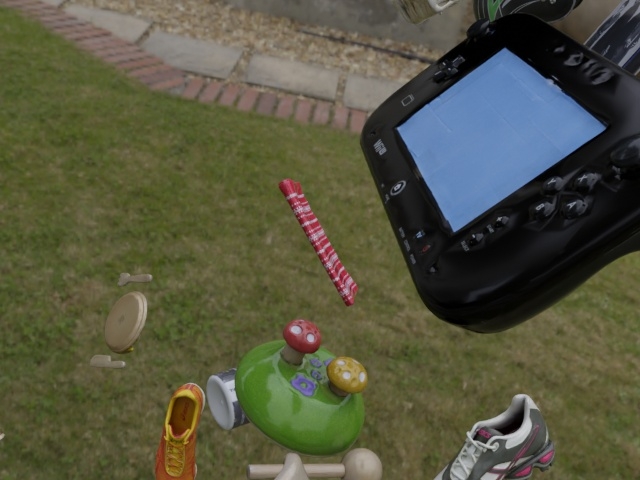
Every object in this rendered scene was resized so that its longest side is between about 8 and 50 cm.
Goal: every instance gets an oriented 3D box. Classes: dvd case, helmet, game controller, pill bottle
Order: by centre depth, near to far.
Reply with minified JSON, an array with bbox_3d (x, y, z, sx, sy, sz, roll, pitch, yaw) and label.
[{"bbox_3d":[0.113,-0.064,0.486,0.167,0.067,0.319,-28,27,9],"label":"game controller"},{"bbox_3d":[0.457,-0.322,1.005,0.030,0.238,0.179,36,20,-12],"label":"dvd case"},{"bbox_3d":[0.312,-0.379,1.141,0.169,0.162,0.169,30,48,-41],"label":"helmet"},{"bbox_3d":[-0.128,0.339,1.714,0.246,0.130,0.130,-14,41,-33],"label":"pill bottle"}]

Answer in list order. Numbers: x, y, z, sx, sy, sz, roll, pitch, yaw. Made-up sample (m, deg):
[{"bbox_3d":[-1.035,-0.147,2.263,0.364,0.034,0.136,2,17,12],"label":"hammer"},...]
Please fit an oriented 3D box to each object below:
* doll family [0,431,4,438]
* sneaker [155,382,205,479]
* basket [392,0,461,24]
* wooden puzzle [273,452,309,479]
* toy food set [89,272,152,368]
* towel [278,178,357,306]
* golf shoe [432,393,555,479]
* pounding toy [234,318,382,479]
[{"bbox_3d":[-0.694,0.346,1.392,0.193,0.111,0.076,-23,12,-15],"label":"doll family"},{"bbox_3d":[-0.205,0.290,1.046,0.064,0.175,0.067,6,2,4],"label":"sneaker"},{"bbox_3d":[0.127,-0.277,0.635,0.167,0.113,0.103,-33,15,3],"label":"basket"},{"bbox_3d":[-0.024,0.415,0.639,0.081,0.322,0.348,-11,20,30],"label":"wooden puzzle"},{"bbox_3d":[-0.370,0.158,1.427,0.133,0.191,0.039,-3,-25,43],"label":"toy food set"},{"bbox_3d":[0.000,0.000,1.488,0.031,0.274,0.199,-29,-1,5],"label":"towel"},{"bbox_3d":[0.222,0.331,1.082,0.273,0.120,0.105,-33,31,-23],"label":"golf shoe"},{"bbox_3d":[-0.004,0.186,0.930,0.183,0.110,0.236,17,31,-21],"label":"pounding toy"}]
